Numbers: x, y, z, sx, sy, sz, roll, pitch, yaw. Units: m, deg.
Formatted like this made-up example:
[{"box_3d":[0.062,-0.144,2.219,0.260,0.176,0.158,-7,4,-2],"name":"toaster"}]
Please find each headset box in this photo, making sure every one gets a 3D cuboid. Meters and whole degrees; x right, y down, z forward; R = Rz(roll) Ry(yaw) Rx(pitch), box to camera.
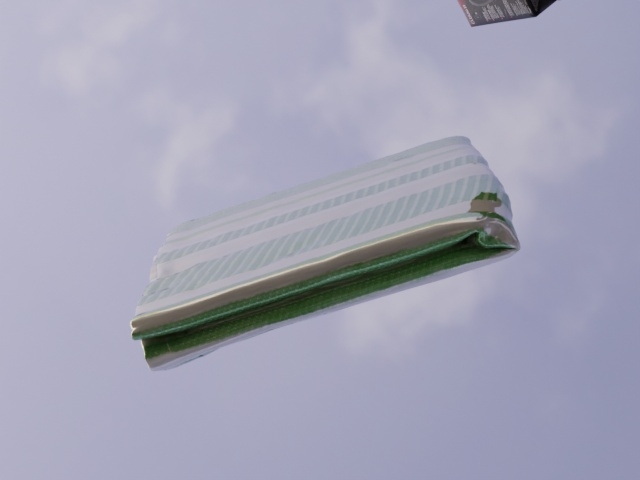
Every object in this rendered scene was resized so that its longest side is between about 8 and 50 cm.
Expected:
[{"box_3d":[0.128,-0.194,1.316,0.032,0.062,0.083,-39,-160,-27],"name":"headset box"}]

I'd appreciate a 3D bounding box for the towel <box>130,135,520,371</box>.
[{"box_3d":[0.000,0.000,1.181,0.248,0.325,0.038,-19,-80,2],"name":"towel"}]
